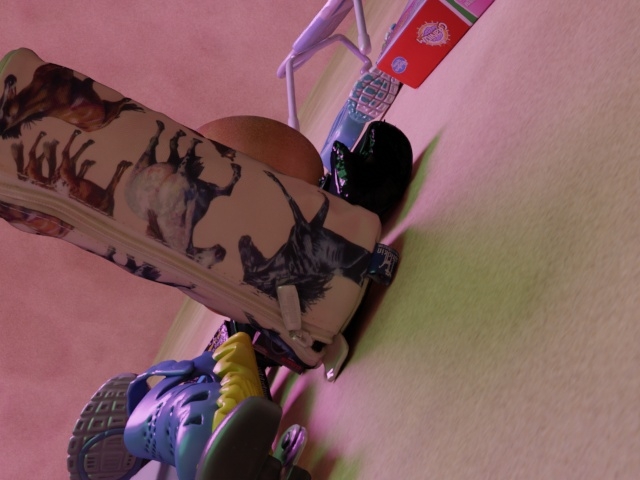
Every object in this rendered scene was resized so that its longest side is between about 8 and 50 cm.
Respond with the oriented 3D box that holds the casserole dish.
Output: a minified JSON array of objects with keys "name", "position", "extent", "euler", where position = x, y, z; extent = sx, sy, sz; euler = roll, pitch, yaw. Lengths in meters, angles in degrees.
[{"name":"casserole dish","position":[0.044,-0.191,1.979],"extent":[0.114,0.037,0.188],"euler":[-54,9,40]}]

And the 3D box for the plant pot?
[{"name":"plant pot","position":[-0.116,-0.015,1.771],"extent":[0.237,0.237,0.254],"euler":[-54,24,42]}]

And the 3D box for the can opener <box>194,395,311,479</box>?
[{"name":"can opener","position":[-0.083,0.259,0.903],"extent":[0.280,0.093,0.074],"euler":[-67,9,-15]}]

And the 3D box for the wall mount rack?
[{"name":"wall mount rack","position":[0.043,-0.325,1.896],"extent":[0.350,0.130,0.304],"euler":[-47,-3,40]}]

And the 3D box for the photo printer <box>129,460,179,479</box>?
[{"name":"photo printer","position":[-0.193,0.348,1.126],"extent":[0.256,0.107,0.307],"euler":[-52,9,8]}]

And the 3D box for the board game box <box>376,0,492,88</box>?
[{"name":"board game box","position":[0.194,-0.361,1.478],"extent":[0.242,0.064,0.316],"euler":[-64,8,-25]}]

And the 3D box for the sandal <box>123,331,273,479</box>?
[{"name":"sandal","position":[-0.116,0.177,1.089],"extent":[0.317,0.138,0.126],"euler":[-129,27,-83]}]

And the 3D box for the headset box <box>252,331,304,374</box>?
[{"name":"headset box","position":[-0.030,0.096,1.242],"extent":[0.083,0.062,0.032],"euler":[-57,7,22]}]

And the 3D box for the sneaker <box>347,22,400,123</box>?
[{"name":"sneaker","position":[0.101,-0.246,1.760],"extent":[0.166,0.065,0.076],"euler":[-56,-9,9]}]

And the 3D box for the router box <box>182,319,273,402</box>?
[{"name":"router box","position":[-0.119,0.199,1.339],"extent":[0.179,0.046,0.133],"euler":[-57,33,31]}]

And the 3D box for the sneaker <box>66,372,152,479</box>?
[{"name":"sneaker","position":[-0.247,0.308,1.447],"extent":[0.129,0.111,0.297],"euler":[15,-100,-88]}]

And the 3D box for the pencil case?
[{"name":"pencil case","position":[-0.138,-0.025,1.093],"extent":[0.160,0.410,0.183],"euler":[-59,14,23]}]

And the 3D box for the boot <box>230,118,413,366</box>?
[{"name":"boot","position":[0.000,0.000,1.279],"extent":[0.246,0.094,0.207],"euler":[-58,1,-32]}]
